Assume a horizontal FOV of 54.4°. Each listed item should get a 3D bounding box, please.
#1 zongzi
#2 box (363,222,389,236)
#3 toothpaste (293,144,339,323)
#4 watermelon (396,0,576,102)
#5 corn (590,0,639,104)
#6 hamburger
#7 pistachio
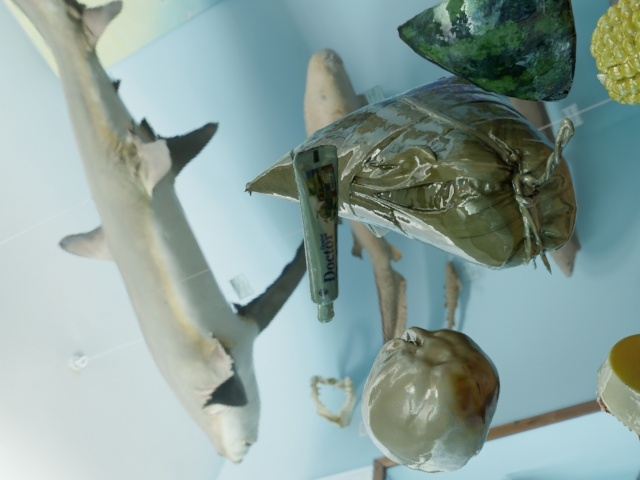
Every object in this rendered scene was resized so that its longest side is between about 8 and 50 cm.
[{"bbox_3d":[0.087,-0.043,0.870,0.500,0.467,0.218,-87,-26,-64],"label":"zongzi"},{"bbox_3d":[0.202,-0.149,1.405,0.106,0.299,0.200,53,-179,-16],"label":"box"},{"bbox_3d":[0.000,0.000,0.823,0.037,0.067,0.255,29,131,48],"label":"toothpaste"},{"bbox_3d":[0.202,-0.239,0.764,0.202,0.207,0.136,-24,-65,-72],"label":"watermelon"},{"bbox_3d":[0.311,-0.176,0.429,0.093,0.244,0.093,13,-113,-33],"label":"corn"},{"bbox_3d":[0.720,0.318,1.269,0.295,0.227,0.151,30,147,43],"label":"hamburger"},{"bbox_3d":[0.112,0.171,0.653,0.215,0.144,0.144,97,164,-58],"label":"pistachio"}]
